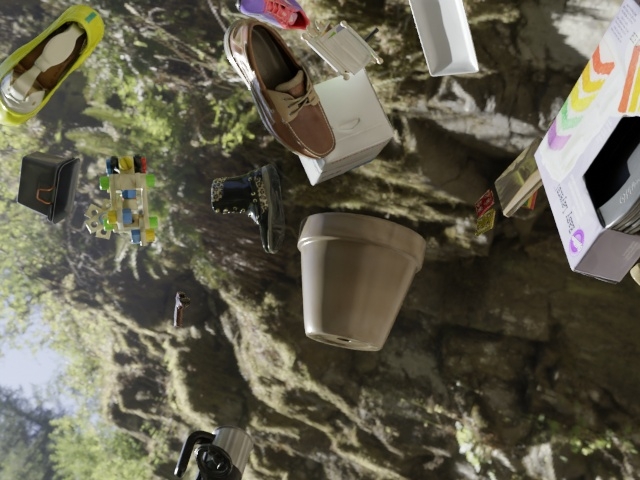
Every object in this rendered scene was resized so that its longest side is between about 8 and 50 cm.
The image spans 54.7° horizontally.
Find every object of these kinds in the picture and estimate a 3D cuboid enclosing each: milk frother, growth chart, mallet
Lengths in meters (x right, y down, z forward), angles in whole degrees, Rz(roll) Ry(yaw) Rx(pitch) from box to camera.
[{"bbox_3d":[-0.174,0.387,1.111,0.143,0.129,0.134,-41,18,28],"label":"milk frother"},{"bbox_3d":[0.055,-0.477,1.520,0.021,0.172,0.237,-41,2,39],"label":"growth chart"},{"bbox_3d":[0.114,-0.621,2.017,0.190,0.039,0.062,-43,-14,35],"label":"mallet"}]

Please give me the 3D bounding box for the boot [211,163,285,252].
[{"bbox_3d":[-0.192,-0.074,1.641,0.085,0.179,0.236,18,-114,-70],"label":"boot"}]

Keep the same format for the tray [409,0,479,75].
[{"bbox_3d":[0.328,-0.565,1.634,0.030,0.145,0.270,-54,-46,-34],"label":"tray"}]

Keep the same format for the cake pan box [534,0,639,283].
[{"bbox_3d":[0.354,-0.119,0.719,0.267,0.070,0.245,-82,6,-48],"label":"cake pan box"}]

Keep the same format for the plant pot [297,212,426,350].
[{"bbox_3d":[0.079,0.116,1.531,0.323,0.323,0.280,51,-131,-64],"label":"plant pot"}]

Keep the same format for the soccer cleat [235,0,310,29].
[{"bbox_3d":[-0.135,-0.695,1.852,0.108,0.116,0.318,-55,-13,22],"label":"soccer cleat"}]

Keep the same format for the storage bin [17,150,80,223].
[{"bbox_3d":[-0.561,-0.113,1.258,0.098,0.091,0.135,-69,-2,-66],"label":"storage bin"}]

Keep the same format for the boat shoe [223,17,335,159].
[{"bbox_3d":[-0.071,-0.294,1.234,0.123,0.116,0.324,-45,-67,-13],"label":"boat shoe"}]

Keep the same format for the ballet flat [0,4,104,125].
[{"bbox_3d":[-0.396,-0.240,0.869,0.231,0.077,0.077,-39,-60,14],"label":"ballet flat"}]

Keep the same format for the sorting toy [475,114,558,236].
[{"bbox_3d":[0.408,-0.113,1.220,0.274,0.046,0.132,-51,16,31],"label":"sorting toy"}]

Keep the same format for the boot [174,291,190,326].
[{"bbox_3d":[-0.439,0.231,1.946,0.037,0.106,0.114,7,-76,-22],"label":"boot"}]

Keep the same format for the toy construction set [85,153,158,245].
[{"bbox_3d":[-0.470,-0.093,1.489,0.151,0.328,0.215,-7,-88,-31],"label":"toy construction set"}]

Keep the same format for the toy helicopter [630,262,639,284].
[{"bbox_3d":[0.958,0.201,1.665,0.140,0.235,0.355,-54,31,33],"label":"toy helicopter"}]

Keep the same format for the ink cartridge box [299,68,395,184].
[{"bbox_3d":[0.044,-0.295,1.650,0.198,0.197,0.270,-23,-3,-10],"label":"ink cartridge box"}]
